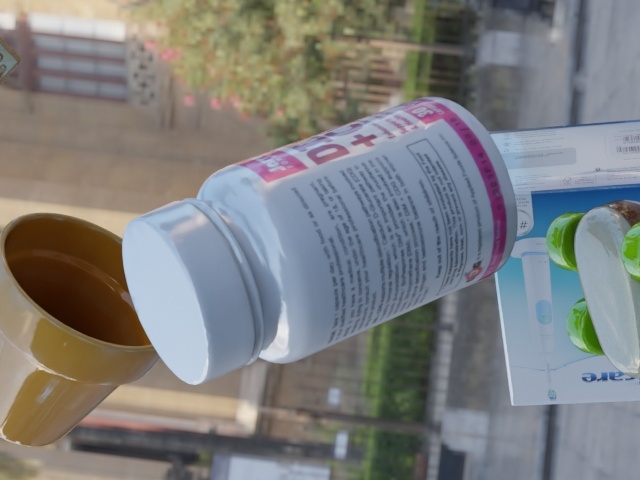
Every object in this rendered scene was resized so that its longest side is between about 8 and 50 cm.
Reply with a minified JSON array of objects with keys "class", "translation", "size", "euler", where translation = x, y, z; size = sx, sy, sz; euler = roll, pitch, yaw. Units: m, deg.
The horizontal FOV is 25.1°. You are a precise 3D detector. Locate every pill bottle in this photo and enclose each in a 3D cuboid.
[{"class":"pill bottle","translation":[0.000,0.000,1.129],"size":[0.160,0.283,0.160],"euler":[40,142,42]}]

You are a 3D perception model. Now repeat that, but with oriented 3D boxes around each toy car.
[{"class":"toy car","translation":[0.314,0.022,1.208],"size":[0.155,0.188,0.149],"euler":[-170,64,-71]}]

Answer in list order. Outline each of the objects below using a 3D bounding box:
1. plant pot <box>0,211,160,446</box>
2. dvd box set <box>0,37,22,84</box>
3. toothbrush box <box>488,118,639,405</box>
[{"class":"plant pot","translation":[-0.279,0.107,1.502],"size":[0.188,0.205,0.205],"euler":[-55,10,26]},{"class":"dvd box set","translation":[-0.552,-0.079,1.672],"size":[0.420,0.062,0.307],"euler":[-52,28,-17]},{"class":"toothbrush box","translation":[0.297,0.028,1.533],"size":[0.126,0.216,0.296],"euler":[-79,-20,-53]}]
